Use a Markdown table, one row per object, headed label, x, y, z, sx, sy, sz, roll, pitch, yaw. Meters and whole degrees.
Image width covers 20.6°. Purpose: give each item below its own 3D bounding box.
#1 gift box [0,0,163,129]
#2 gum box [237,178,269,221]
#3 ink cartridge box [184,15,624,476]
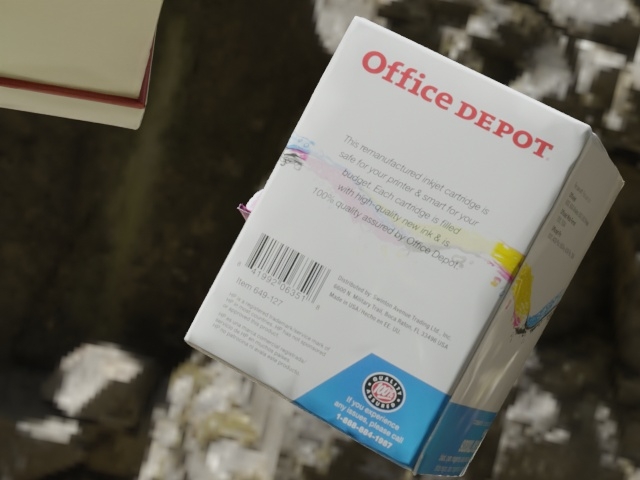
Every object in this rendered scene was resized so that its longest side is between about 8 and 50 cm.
| label | x | y | z | sx | sy | sz | roll | pitch | yaw |
| --- | --- | --- | --- | --- | --- | --- | --- | --- | --- |
| gift box | -0.167 | -0.219 | 0.896 | 0.255 | 0.276 | 0.258 | 14 | -16 | -7 |
| gum box | 0.000 | 0.000 | 1.875 | 0.062 | 0.107 | 0.188 | -43 | 30 | -20 |
| ink cartridge box | 0.061 | 0.009 | 1.127 | 0.171 | 0.233 | 0.168 | 29 | 1 | 18 |
